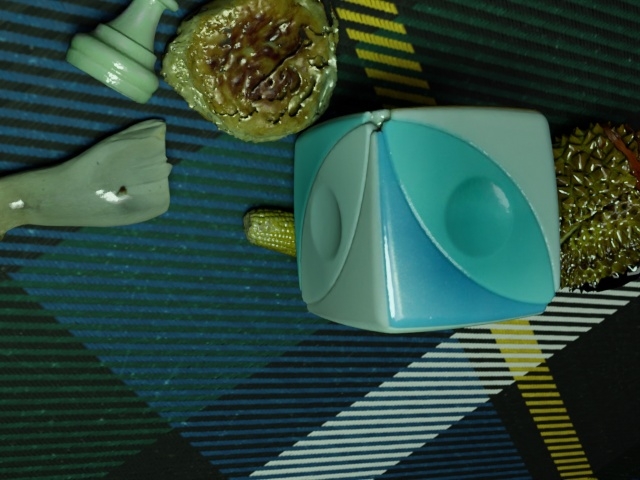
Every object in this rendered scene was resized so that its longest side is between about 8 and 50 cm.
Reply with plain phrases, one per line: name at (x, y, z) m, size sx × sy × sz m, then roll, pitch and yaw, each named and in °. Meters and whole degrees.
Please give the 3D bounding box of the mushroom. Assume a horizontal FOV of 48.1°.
mushroom at (-0.396, -0.088, 1.160) m, size 0.329 × 0.122 × 0.159 m, roll -14°, pitch 86°, yaw -18°

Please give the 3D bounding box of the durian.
durian at (0.576, -0.072, 1.480) m, size 0.384 × 0.347 × 0.347 m, roll -39°, pitch 128°, yaw -10°

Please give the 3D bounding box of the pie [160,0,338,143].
pie at (-0.095, -0.285, 1.182) m, size 0.308 × 0.085 × 0.308 m, roll -12°, pitch 124°, yaw -19°

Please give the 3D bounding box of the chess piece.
chess piece at (-0.255, -0.350, 1.061) m, size 0.139 × 0.139 × 0.271 m, roll 27°, pitch 94°, yaw -34°

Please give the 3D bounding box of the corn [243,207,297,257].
corn at (0.000, 0.000, 1.392) m, size 0.320 × 0.097 × 0.097 m, roll 12°, pitch 113°, yaw -28°

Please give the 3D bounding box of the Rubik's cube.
Rubik's cube at (0.166, -0.041, 1.225) m, size 0.347 × 0.352 × 0.351 m, roll -5°, pitch 96°, yaw -23°
